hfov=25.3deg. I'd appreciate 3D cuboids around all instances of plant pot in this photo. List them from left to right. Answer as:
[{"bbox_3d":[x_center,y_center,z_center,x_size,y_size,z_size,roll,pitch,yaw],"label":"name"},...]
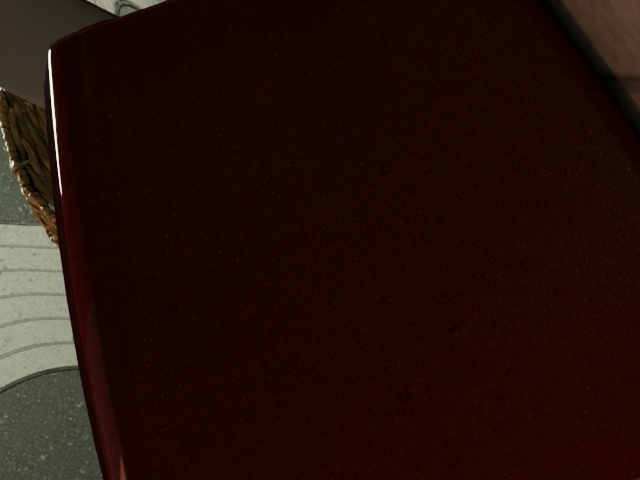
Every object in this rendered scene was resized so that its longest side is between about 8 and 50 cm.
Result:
[{"bbox_3d":[0.000,0.000,0.649,0.267,0.267,0.235,-173,63,-78],"label":"plant pot"}]

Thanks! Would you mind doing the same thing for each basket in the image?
[{"bbox_3d":[-0.247,-0.070,1.738,0.299,0.213,0.223,54,170,18],"label":"basket"}]

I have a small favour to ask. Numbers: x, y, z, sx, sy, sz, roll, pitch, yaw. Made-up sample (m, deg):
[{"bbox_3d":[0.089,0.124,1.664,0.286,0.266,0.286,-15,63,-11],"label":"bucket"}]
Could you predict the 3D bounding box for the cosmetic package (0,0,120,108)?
[{"bbox_3d":[-0.218,-0.161,1.255,0.284,0.097,0.377,23,-176,-23],"label":"cosmetic package"}]
